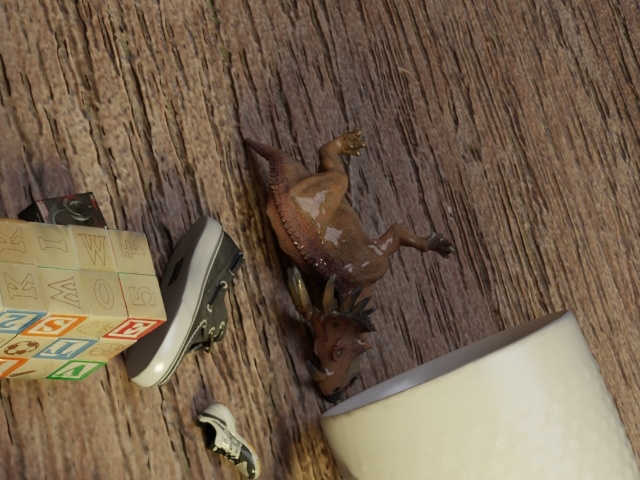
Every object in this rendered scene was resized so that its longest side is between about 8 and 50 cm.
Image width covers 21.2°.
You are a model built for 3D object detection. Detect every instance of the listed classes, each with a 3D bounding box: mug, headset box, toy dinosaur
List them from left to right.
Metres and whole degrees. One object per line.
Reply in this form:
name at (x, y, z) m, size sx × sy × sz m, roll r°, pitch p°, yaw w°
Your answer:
headset box at (-0.243, -0.009, 1.625) m, size 0.083 × 0.032 × 0.062 m, roll -11°, pitch 72°, yaw -51°
toy dinosaur at (0.000, 0.000, 1.814) m, size 0.200 × 0.127 × 0.296 m, roll -30°, pitch 82°, yaw -45°
mug at (0.145, 0.289, 1.674) m, size 0.374 × 0.276 × 0.328 m, roll -23°, pitch 88°, yaw -21°

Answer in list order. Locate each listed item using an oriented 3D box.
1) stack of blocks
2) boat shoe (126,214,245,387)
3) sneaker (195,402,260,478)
stack of blocks at (-0.298, 0.056, 1.408) m, size 0.297 × 0.171 × 0.087 m, roll 6°, pitch 59°, yaw -45°
boat shoe at (-0.122, 0.070, 1.669) m, size 0.076 × 0.080 × 0.228 m, roll 40°, pitch 33°, yaw -18°
sneaker at (-0.091, 0.198, 1.647) m, size 0.037 × 0.032 × 0.083 m, roll -29°, pitch 81°, yaw -38°
